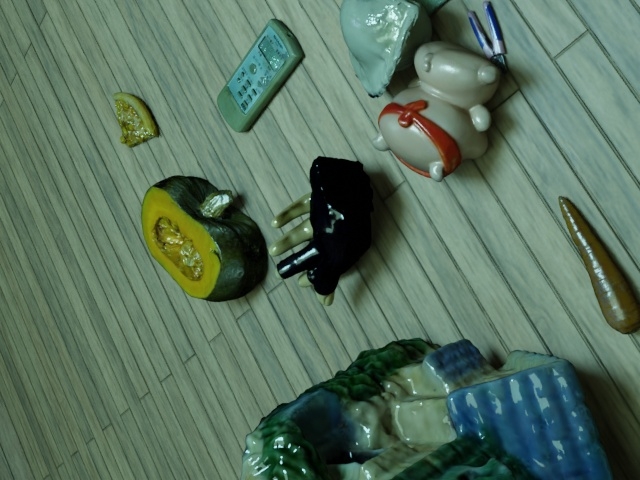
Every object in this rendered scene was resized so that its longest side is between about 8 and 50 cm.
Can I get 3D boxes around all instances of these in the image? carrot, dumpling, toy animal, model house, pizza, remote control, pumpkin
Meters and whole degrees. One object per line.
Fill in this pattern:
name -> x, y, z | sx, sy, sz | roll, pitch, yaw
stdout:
carrot -> 0.387, 0.030, 0.985 | 0.048, 0.048, 0.216 | -35, 71, 41
dumpling -> 0.094, -0.312, 1.110 | 0.247, 0.142, 0.172 | -127, 45, -65
toy animal -> 0.178, -0.191, 1.052 | 0.171, 0.171, 0.197 | 38, 114, 30
model house -> 0.193, 0.338, 0.954 | 0.400, 0.446, 0.394 | -16, 86, 44
pizza -> -0.447, -0.277, 1.660 | 0.178, 0.041, 0.131 | 55, 131, 18
remote control -> -0.123, -0.315, 1.366 | 0.233, 0.038, 0.098 | -45, 70, 37
pumpkin -> -0.249, -0.023, 1.479 | 0.317, 0.139, 0.221 | 45, 129, 29

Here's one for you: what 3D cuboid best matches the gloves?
gloves -> 0.008, -0.003, 1.242 | 0.301, 0.152, 0.197 | -48, 46, 44

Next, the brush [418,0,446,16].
brush -> 0.152, -0.460, 1.107 | 0.083, 0.011, 0.205 | -35, 75, 41

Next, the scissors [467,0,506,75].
scissors -> 0.253, -0.299, 1.049 | 0.039, 0.012, 0.113 | -23, 84, 42
